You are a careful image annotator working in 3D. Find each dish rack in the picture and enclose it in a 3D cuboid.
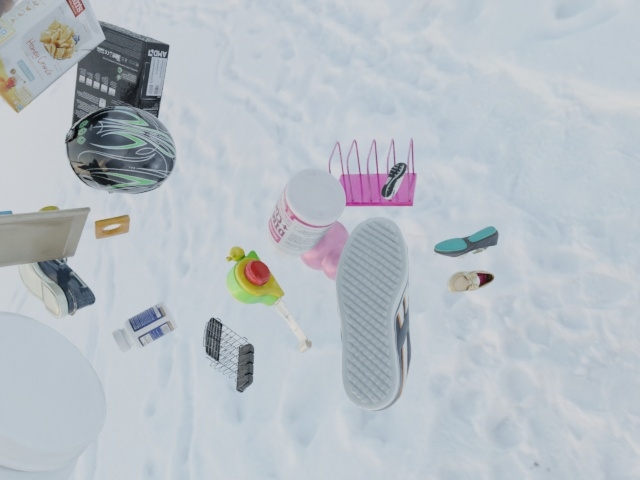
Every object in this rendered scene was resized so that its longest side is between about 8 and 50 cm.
[{"bbox_3d":[-0.354,0.426,1.978,0.074,0.271,0.208,-32,35,19],"label":"dish rack"}]

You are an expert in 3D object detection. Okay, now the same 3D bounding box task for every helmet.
[{"bbox_3d":[-0.349,-0.163,0.942,0.161,0.169,0.169,-4,56,14],"label":"helmet"}]

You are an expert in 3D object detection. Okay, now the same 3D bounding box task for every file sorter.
[{"bbox_3d":[0.187,-0.250,1.851,0.290,0.182,0.202,1,38,15],"label":"file sorter"}]

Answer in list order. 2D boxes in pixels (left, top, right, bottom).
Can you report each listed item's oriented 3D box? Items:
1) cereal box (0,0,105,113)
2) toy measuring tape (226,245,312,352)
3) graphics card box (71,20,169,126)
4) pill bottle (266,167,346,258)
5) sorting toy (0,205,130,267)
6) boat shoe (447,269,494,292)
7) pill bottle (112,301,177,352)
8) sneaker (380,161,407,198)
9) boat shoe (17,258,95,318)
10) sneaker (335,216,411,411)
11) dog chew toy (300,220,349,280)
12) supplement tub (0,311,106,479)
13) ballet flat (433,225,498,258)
[{"bbox_3d":[-0.527,-0.370,0.981,0.240,0.047,0.173,-50,-4,-16],"label":"cereal box"},{"bbox_3d":[-0.150,0.156,1.329,0.121,0.121,0.330,-39,77,22],"label":"toy measuring tape"},{"bbox_3d":[-0.545,-0.372,1.392,0.232,0.094,0.371,24,114,20],"label":"graphics card box"},{"bbox_3d":[-0.052,-0.061,1.419,0.283,0.160,0.160,129,156,-60],"label":"pill bottle"},{"bbox_3d":[-0.516,-0.012,0.916,0.196,0.347,0.047,-40,67,46],"label":"sorting toy"},{"bbox_3d":[0.448,0.118,1.541,0.059,0.170,0.063,-6,96,57],"label":"boat shoe"},{"bbox_3d":[-0.369,0.184,1.093,0.120,0.067,0.067,-28,33,-18],"label":"pill bottle"},{"bbox_3d":[0.197,-0.159,1.391,0.040,0.043,0.109,32,91,23],"label":"sneaker"},{"bbox_3d":[-0.543,0.069,1.058,0.254,0.079,0.095,26,118,38],"label":"boat shoe"},{"bbox_3d":[0.092,0.126,0.894,0.126,0.127,0.321,0,69,17],"label":"sneaker"},{"bbox_3d":[0.000,0.000,1.685,0.332,0.206,0.207,45,100,24],"label":"dog chew toy"},{"bbox_3d":[-0.446,0.264,0.616,0.325,0.235,0.235,-42,38,6],"label":"supplement tub"},{"bbox_3d":[0.452,0.020,1.602,0.203,0.074,0.074,-19,44,2],"label":"ballet flat"}]
